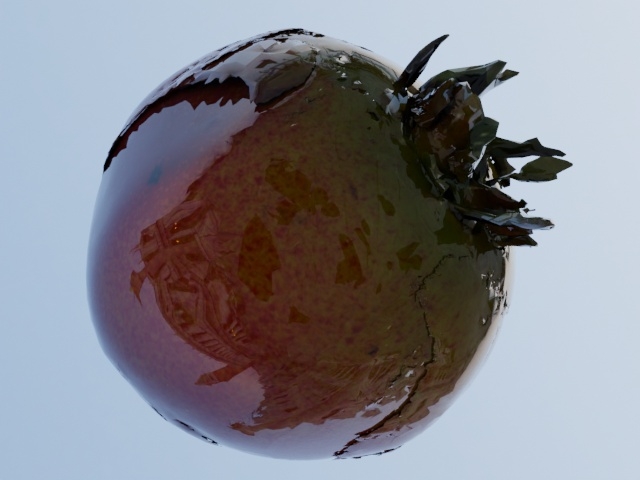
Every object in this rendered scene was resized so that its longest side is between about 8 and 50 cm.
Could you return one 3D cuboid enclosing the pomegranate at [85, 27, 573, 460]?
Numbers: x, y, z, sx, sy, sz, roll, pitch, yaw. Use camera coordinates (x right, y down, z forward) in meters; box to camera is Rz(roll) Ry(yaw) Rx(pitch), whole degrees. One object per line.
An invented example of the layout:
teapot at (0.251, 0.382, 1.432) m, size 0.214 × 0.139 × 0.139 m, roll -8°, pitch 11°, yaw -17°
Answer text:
pomegranate at (0.000, 0.000, 0.811) m, size 0.210 × 0.235 × 0.210 m, roll 36°, pitch -141°, yaw -36°
